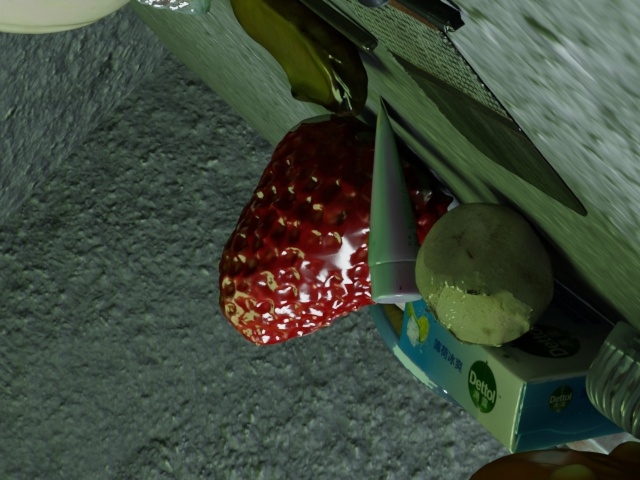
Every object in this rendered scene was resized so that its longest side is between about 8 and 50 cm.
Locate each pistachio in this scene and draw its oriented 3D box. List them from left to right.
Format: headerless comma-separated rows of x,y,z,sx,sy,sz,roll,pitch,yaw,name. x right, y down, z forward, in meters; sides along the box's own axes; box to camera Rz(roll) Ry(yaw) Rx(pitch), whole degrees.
-0.009,-0.153,1.209,0.173,0.049,0.090,46,156,38,pistachio

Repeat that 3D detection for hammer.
-0.054,-0.219,1.157,0.292,0.029,0.058,42,180,34,hammer

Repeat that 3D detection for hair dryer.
0.042,-0.132,0.802,0.083,0.026,0.047,40,177,32,hair dryer

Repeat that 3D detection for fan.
0.279,0.133,0.990,0.244,0.074,0.130,36,-176,42,fan

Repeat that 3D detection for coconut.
0.137,0.034,1.237,0.124,0.110,0.110,48,177,-42,coconut

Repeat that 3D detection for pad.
0.086,-0.063,0.905,0.250,0.055,0.323,46,-164,-34,pad

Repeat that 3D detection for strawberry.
0.000,0.000,1.518,0.205,0.244,0.205,45,-178,-2,strawberry

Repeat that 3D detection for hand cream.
0.062,-0.034,1.331,0.076,0.047,0.174,53,-147,-78,hand cream

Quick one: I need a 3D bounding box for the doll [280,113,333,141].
0.015,-0.077,1.744,0.293,0.119,0.138,21,-116,-83,doll

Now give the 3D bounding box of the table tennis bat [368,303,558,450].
0.171,0.125,1.730,0.215,0.044,0.329,-15,-114,-46,table tennis bat

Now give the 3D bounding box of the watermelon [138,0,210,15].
-0.177,-0.290,1.521,0.180,0.094,0.081,29,180,-15,watermelon

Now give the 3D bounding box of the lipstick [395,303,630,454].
0.183,0.097,1.656,0.371,0.076,0.080,39,165,-1,lipstick

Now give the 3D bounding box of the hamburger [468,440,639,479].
0.250,0.300,1.089,0.395,0.278,0.396,15,-173,-2,hamburger

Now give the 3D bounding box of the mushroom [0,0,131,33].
-0.225,-0.273,1.141,0.246,0.202,0.246,9,148,5,mushroom

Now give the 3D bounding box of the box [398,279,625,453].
0.175,0.097,1.316,0.139,0.073,0.194,-6,-153,-27,box
